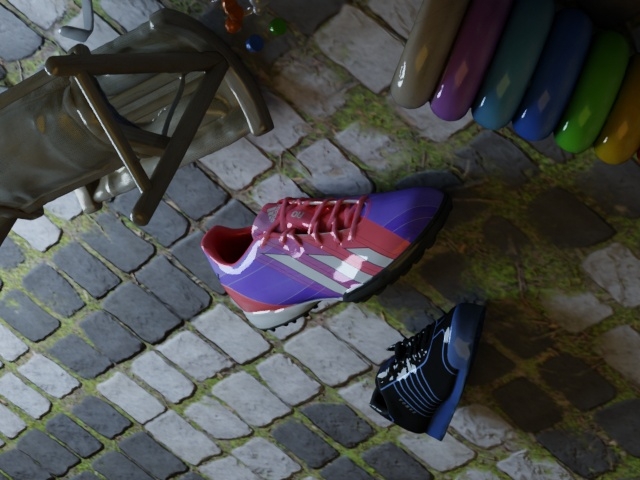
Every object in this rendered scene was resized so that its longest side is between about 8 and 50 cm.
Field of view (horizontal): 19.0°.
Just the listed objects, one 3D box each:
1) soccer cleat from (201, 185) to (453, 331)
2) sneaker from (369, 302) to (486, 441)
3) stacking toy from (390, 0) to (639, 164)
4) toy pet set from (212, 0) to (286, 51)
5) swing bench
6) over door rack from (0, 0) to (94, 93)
[{"bbox_3d":[0.000,0.000,1.886,0.116,0.108,0.318,47,143,-15],"label":"soccer cleat"},{"bbox_3d":[0.108,0.132,1.983,0.090,0.081,0.232,18,144,3],"label":"sneaker"},{"bbox_3d":[0.231,-0.121,1.581,0.330,0.141,0.141,21,143,0],"label":"stacking toy"},{"bbox_3d":[-0.065,-0.228,1.651,0.065,0.122,0.114,-18,107,51],"label":"toy pet set"},{"bbox_3d":[-0.226,-0.093,1.791,0.253,0.254,0.165,-23,101,34],"label":"swing bench"},{"bbox_3d":[-0.402,-0.249,1.874,0.324,0.108,0.239,25,146,-18],"label":"over door rack"}]
